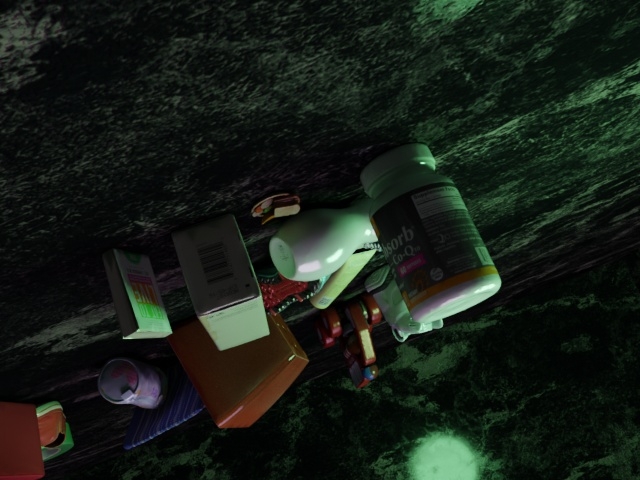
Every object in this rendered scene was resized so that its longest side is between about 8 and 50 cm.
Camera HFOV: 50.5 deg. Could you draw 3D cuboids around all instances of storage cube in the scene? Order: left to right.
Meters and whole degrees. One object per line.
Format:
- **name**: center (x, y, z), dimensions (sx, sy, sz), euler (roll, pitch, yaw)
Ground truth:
- **storage cube**: center (-0.817, 0.506, 1.637), dimensions (0.184, 0.214, 0.193), euler (-26, 156, 14)

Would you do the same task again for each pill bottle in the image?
- **pill bottle**: center (0.178, -0.014, 1.151), dimensions (0.162, 0.278, 0.162), euler (-20, 162, -7)

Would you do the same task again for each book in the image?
- **book**: center (-0.298, 0.088, 1.106), dimensions (0.035, 0.144, 0.096), euler (-28, 162, 17)

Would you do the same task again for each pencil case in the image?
- **pencil case**: center (-0.490, 0.382, 1.794), dimensions (0.114, 0.124, 0.273), euler (-21, 162, -3)

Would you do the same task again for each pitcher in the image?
- **pitcher**: center (0.000, 0.000, 1.277), dimensions (0.207, 0.125, 0.178), euler (-24, -178, -32)

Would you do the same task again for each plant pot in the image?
- **plant pot**: center (-0.183, 0.286, 1.688), dimensions (0.236, 0.267, 0.267), euler (-34, 162, 0)

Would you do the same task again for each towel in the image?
- **towel**: center (-0.425, 0.438, 1.926), dimensions (0.336, 0.243, 0.040), euler (-32, 119, 29)

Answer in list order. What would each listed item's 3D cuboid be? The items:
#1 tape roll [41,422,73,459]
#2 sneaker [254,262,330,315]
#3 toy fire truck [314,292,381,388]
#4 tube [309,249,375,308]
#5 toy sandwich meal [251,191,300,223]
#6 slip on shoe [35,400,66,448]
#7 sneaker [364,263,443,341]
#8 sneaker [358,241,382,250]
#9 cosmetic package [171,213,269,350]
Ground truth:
- **tape roll**: center (-0.968, 0.679, 2.184), dimensions (0.321, 0.077, 0.321), euler (-19, 163, -6)
- **sneaker**: center (-0.059, 0.079, 1.433), dimensions (0.262, 0.104, 0.125), euler (-18, -164, 44)
- **toy fire truck**: center (0.111, 0.318, 2.106), dimensions (0.170, 0.253, 0.302), euler (-18, 162, -15)
- **tube**: center (0.049, 0.090, 1.695), dimensions (0.240, 0.062, 0.070), euler (-50, -169, 48)
- **toy sandwich meal**: center (-0.074, -0.054, 1.145), dimensions (0.086, 0.029, 0.085), euler (-20, 163, -7)
- **slip on shoe**: center (-0.777, 0.521, 1.903), dimensions (0.123, 0.101, 0.331), euler (-15, 160, -16)
- **sneaker**: center (0.293, 0.123, 1.814), dimensions (0.366, 0.210, 0.137), euler (-35, 159, 36)
- **sneaker**: center (0.129, 0.000, 1.507), dimensions (0.135, 0.058, 0.052), euler (-20, 163, -4)
- **cosmetic package**: center (-0.173, 0.087, 1.237), dimensions (0.113, 0.160, 0.309), euler (-18, 161, -9)
